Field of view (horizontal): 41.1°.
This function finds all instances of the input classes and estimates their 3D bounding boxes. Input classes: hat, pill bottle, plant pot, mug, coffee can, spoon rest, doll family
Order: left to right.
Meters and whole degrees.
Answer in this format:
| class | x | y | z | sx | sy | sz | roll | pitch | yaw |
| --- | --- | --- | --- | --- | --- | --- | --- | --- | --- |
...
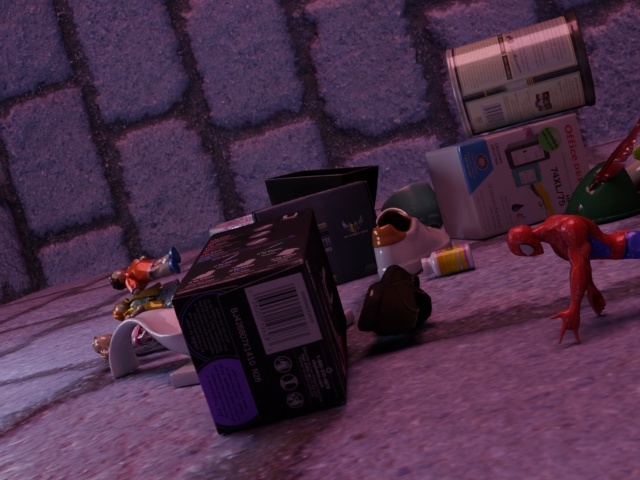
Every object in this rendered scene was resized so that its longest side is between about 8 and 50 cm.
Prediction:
| class | x | y | z | sx | sy | sz | roll | pitch | yaw |
| --- | --- | --- | --- | --- | --- | --- | --- | --- | --- |
| doll family | -0.316 | 0.141 | 1.508 | 0.163 | 0.118 | 0.263 | -20 | 35 | 13 |
| spoon rest | -0.222 | 0.135 | 1.272 | 0.276 | 0.084 | 0.137 | -22 | 3 | 35 |
| plant pot | 0.014 | -0.065 | 1.817 | 0.188 | 0.166 | 0.187 | -3 | 9 | 27 |
| mug | 0.224 | -0.053 | 1.925 | 0.158 | 0.097 | 0.129 | 2 | -40 | -42 |
| pill bottle | 0.213 | 0.035 | 1.428 | 0.083 | 0.043 | 0.043 | -15 | 5 | 11 |
| coffee can | 0.429 | -0.353 | 1.837 | 0.276 | 0.201 | 0.201 | -13 | 6 | 15 |
| hat | 0.508 | -0.134 | 1.562 | 0.209 | 0.183 | 0.173 | -14 | 5 | 19 |

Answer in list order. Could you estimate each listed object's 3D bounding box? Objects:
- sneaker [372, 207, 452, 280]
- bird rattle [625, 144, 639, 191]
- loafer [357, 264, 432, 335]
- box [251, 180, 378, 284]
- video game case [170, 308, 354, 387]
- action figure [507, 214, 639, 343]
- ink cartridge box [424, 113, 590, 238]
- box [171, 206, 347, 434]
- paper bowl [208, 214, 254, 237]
| class | x | y | z | sx | sy | sz | roll | pitch | yaw |
| --- | --- | --- | --- | --- | --- | --- | --- | --- | --- |
| sneaker | 0.175 | -0.013 | 1.624 | 0.106 | 0.123 | 0.290 | -16 | 4 | 23 |
| bird rattle | 0.689 | -0.159 | 1.668 | 0.254 | 0.143 | 0.207 | -16 | -12 | -34 |
| loafer | 0.106 | 0.089 | 1.114 | 0.078 | 0.080 | 0.220 | 19 | 13 | 12 |
| box | 0.000 | 0.000 | 1.661 | 0.233 | 0.183 | 0.059 | -16 | 5 | -10 |
| video game case | -0.076 | 0.148 | 1.203 | 0.193 | 0.023 | 0.212 | -13 | 6 | 25 |
| action figure | 0.330 | 0.041 | 0.888 | 0.281 | 0.139 | 0.091 | 6 | 2 | -2 |
| ink cartridge box | 0.399 | -0.134 | 1.803 | 0.270 | 0.198 | 0.197 | -17 | 5 | -13 |
| box | -0.056 | 0.079 | 0.978 | 0.143 | 0.165 | 0.270 | -15 | 13 | 5 |
| paper bowl | -0.139 | 0.000 | 2.247 | 0.284 | 0.148 | 0.284 | -15 | 5 | 1 |
